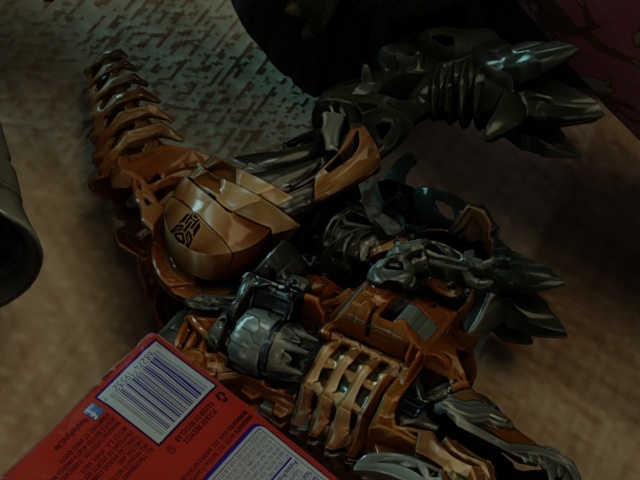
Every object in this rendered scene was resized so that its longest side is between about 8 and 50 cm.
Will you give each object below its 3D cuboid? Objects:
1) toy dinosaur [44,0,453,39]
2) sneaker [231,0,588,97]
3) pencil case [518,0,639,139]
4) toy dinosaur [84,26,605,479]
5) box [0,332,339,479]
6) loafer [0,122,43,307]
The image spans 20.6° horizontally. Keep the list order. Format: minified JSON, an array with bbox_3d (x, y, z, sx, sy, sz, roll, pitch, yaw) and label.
[{"bbox_3d":[-0.062,-0.178,0.766,0.313,0.121,0.160,5,53,-23],"label":"toy dinosaur"},{"bbox_3d":[0.068,-0.144,0.955,0.286,0.109,0.130,-5,45,-35],"label":"sneaker"},{"bbox_3d":[0.181,-0.107,0.834,0.386,0.167,0.160,45,30,-27],"label":"pencil case"},{"bbox_3d":[0.000,0.000,0.756,0.218,0.164,0.322,-26,70,-28],"label":"toy dinosaur"},{"bbox_3d":[-0.096,0.169,0.585,0.128,0.122,0.257,38,46,6],"label":"box"},{"bbox_3d":[-0.168,-0.008,0.713,0.111,0.112,0.319,22,51,-21],"label":"loafer"}]
